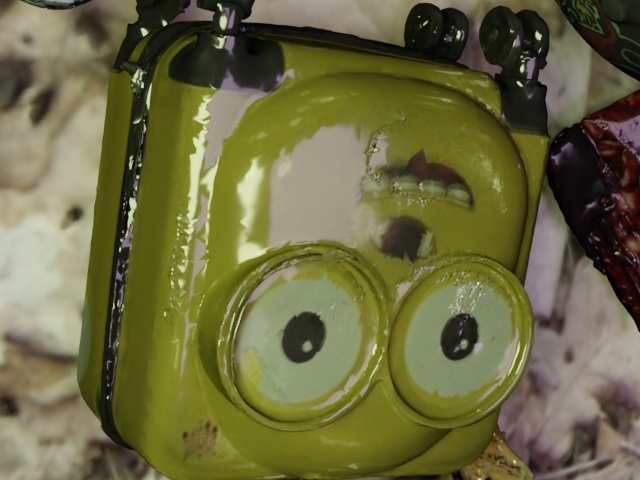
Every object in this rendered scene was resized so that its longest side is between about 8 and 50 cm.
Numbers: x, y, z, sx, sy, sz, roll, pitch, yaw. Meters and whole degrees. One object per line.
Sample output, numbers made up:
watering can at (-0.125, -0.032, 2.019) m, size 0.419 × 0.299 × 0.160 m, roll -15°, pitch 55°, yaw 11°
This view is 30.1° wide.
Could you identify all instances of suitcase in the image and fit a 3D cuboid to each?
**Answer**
suitcase at (0.000, 0.000, 0.548) m, size 0.194 × 0.143 × 0.234 m, roll 3°, pitch 100°, yaw -30°

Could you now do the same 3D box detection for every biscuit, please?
biscuit at (0.248, -0.058, 0.724) m, size 0.235 × 0.063 × 0.151 m, roll -37°, pitch 105°, yaw -13°

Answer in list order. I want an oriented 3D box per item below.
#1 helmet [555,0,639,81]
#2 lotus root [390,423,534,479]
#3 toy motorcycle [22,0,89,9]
helmet at (0.208, -0.191, 0.615) m, size 0.279 × 0.160 × 0.230 m, roll -45°, pitch 120°, yaw -31°
lotus root at (0.061, 0.195, 0.645) m, size 0.125 × 0.118 × 0.220 m, roll 30°, pitch 88°, yaw -48°
toy motorcycle at (-0.090, -0.198, 0.499) m, size 0.114 × 0.076 × 0.205 m, roll 37°, pitch 84°, yaw -21°
